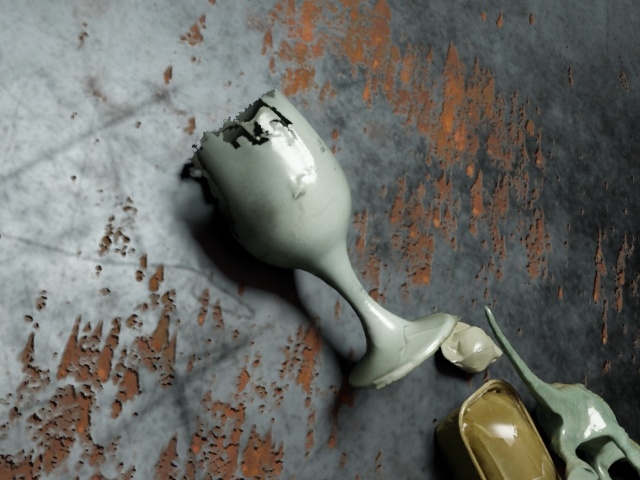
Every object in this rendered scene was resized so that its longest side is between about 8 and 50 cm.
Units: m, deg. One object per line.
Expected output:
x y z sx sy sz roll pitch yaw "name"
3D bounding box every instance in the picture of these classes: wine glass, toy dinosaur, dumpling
0.000 0.000 0.928 0.321 0.143 0.143 53 53 -6 "wine glass"
0.301 0.216 1.056 0.393 0.092 0.205 37 16 -16 "toy dinosaur"
0.175 0.127 1.075 0.076 0.057 0.052 -26 130 -13 "dumpling"

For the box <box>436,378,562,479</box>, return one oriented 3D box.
0.205 0.248 1.012 0.111 0.111 0.177 -30 93 -38 "box"
